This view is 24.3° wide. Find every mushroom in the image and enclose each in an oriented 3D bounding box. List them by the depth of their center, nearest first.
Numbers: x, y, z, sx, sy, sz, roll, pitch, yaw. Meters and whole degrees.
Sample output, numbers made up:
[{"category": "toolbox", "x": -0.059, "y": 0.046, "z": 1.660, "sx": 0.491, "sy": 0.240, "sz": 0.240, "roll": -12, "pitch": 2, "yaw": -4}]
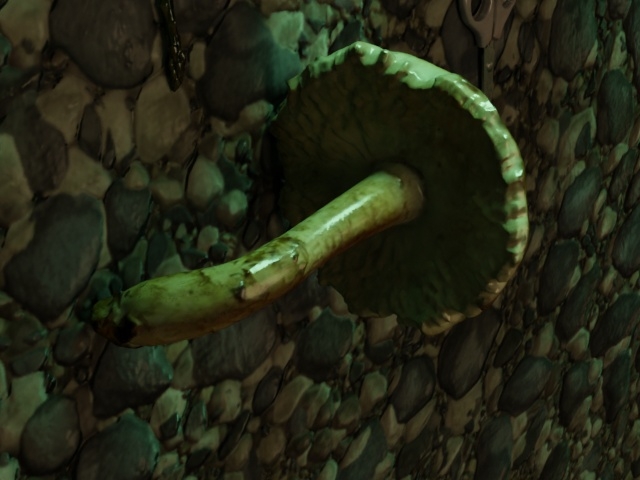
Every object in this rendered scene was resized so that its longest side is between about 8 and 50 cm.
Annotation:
[{"category": "mushroom", "x": 0.019, "y": 0.015, "z": 1.119, "sx": 0.301, "sy": 0.233, "sz": 0.208, "roll": -58, "pitch": 135, "yaw": -22}]

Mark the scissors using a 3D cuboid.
[{"category": "scissors", "x": 0.161, "y": -0.182, "z": 1.426, "sx": 0.100, "sy": 0.015, "sz": 0.189, "roll": -31, "pitch": 131, "yaw": -43}]

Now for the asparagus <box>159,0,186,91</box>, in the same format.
[{"category": "asparagus", "x": -0.107, "y": -0.178, "z": 1.040, "sx": 0.016, "sy": 0.016, "sz": 0.162, "roll": -55, "pitch": 146, "yaw": -56}]
